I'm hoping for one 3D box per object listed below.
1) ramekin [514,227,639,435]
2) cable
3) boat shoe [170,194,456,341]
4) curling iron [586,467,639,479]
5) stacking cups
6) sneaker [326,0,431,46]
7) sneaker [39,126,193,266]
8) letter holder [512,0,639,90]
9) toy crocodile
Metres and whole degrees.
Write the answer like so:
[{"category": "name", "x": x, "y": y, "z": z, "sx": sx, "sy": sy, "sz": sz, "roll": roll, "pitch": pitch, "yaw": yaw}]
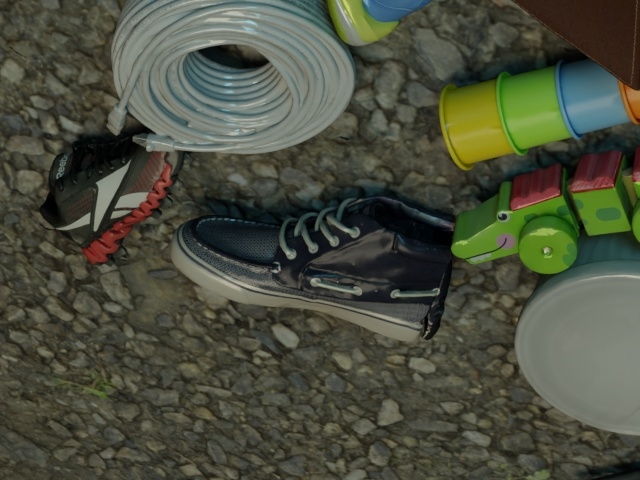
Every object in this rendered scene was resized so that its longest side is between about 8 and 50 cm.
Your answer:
[{"category": "ramekin", "x": 0.364, "y": 0.092, "z": 1.579, "sx": 0.273, "sy": 0.127, "sz": 0.273, "roll": 10, "pitch": 135, "yaw": 10}, {"category": "cable", "x": -0.091, "y": -0.190, "z": 1.455, "sx": 0.257, "sy": 0.089, "sz": 0.257, "roll": 8, "pitch": 145, "yaw": -8}, {"category": "boat shoe", "x": 0.000, "y": 0.000, "z": 1.631, "sx": 0.340, "sy": 0.127, "sz": 0.158, "roll": 14, "pitch": 130, "yaw": -6}, {"category": "curling iron", "x": 0.455, "y": 0.297, "z": 1.817, "sx": 0.274, "sy": 0.035, "sz": 0.068, "roll": -21, "pitch": 119, "yaw": 33}, {"category": "stacking cups", "x": 0.280, "y": -0.147, "z": 1.393, "sx": 0.316, "sy": 0.096, "sz": 0.096, "roll": -11, "pitch": 129, "yaw": 28}, {"category": "sneaker", "x": 0.041, "y": -0.315, "z": 1.336, "sx": 0.126, "sy": 0.091, "sz": 0.240, "roll": -22, "pitch": 117, "yaw": -3}, {"category": "sneaker", "x": -0.247, "y": -0.075, "z": 1.642, "sx": 0.135, "sy": 0.098, "sz": 0.276, "roll": 33, "pitch": 136, "yaw": -17}, {"category": "letter holder", "x": 0.235, "y": -0.304, "z": 1.155, "sx": 0.214, "sy": 0.152, "sz": 0.302, "roll": 39, "pitch": 169, "yaw": 23}, {"category": "toy crocodile", "x": 0.296, "y": -0.048, "z": 1.475, "sx": 0.340, "sy": 0.115, "sz": 0.105, "roll": -13, "pitch": 122, "yaw": 27}]
